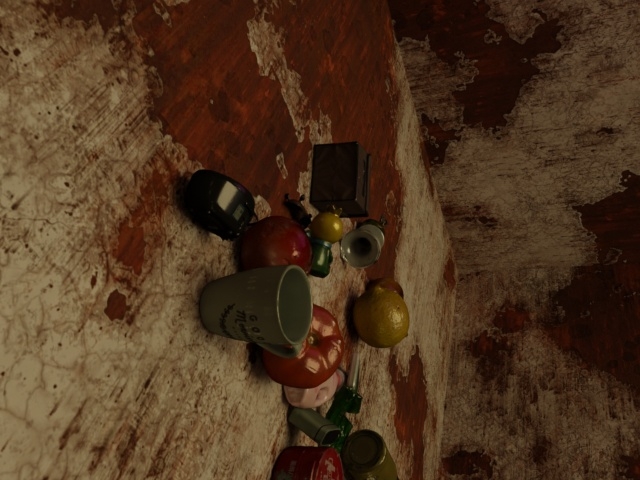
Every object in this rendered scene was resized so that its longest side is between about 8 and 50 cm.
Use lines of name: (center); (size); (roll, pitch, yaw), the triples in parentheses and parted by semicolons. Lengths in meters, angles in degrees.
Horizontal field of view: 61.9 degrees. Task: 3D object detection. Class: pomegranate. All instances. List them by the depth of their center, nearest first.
pomegranate: (0.237, -0.050, 2.313); (0.122, 0.161, 0.122); (36, 23, -18)

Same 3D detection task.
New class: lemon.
lemon: (0.241, 0.305, 2.155); (0.228, 0.228, 0.253); (-21, 88, -65)

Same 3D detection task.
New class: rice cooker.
rice cooker: (-0.238, -0.084, 1.276); (0.203, 0.142, 0.118); (52, 52, -50)

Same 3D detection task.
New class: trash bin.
trash bin: (-0.018, 0.567, 1.634); (0.059, 0.130, 0.116); (-61, 151, -3)

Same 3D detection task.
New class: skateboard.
skateboard: (-0.071, -0.082, 1.747); (0.080, 0.067, 0.151); (-68, 149, -30)

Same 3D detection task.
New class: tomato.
tomato: (-0.113, 0.033, 1.470); (0.208, 0.184, 0.208); (-3, 90, -65)
tomato: (-0.056, 0.301, 1.524); (0.259, 0.180, 0.260); (15, 61, -29)

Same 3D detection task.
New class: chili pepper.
chili pepper: (0.062, 0.608, 1.807); (0.083, 0.099, 0.253); (-126, -128, -69)

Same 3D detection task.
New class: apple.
apple: (0.286, 0.263, 2.378); (0.173, 0.160, 0.195); (-57, 134, -22)

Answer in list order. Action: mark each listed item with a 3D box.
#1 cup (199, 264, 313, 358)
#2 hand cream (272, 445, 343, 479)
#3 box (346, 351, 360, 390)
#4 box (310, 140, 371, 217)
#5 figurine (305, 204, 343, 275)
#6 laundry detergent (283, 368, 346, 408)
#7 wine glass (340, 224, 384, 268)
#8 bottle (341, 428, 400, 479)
cup: (-0.147, 0.189, 1.305); (0.186, 0.234, 0.258); (-61, 138, -51)
hand cream: (-0.035, 0.719, 1.562); (0.230, 0.149, 0.230); (28, 59, -60)
box: (0.119, 0.528, 1.972); (0.285, 0.044, 0.142); (85, 13, -55)
box: (0.077, -0.224, 1.952); (0.153, 0.188, 0.252); (41, 52, -60)
figurine: (0.015, 0.003, 1.790); (0.185, 0.127, 0.234); (45, 54, -68)
laundry detergent: (-0.008, 0.460, 1.739); (0.335, 0.087, 0.159); (28, 58, -62)
wine glass: (0.178, 0.018, 2.168); (0.196, 0.165, 0.165); (-34, 117, -71)
bottle: (0.207, 0.887, 2.042); (0.171, 0.171, 0.351); (-69, 147, -44)
